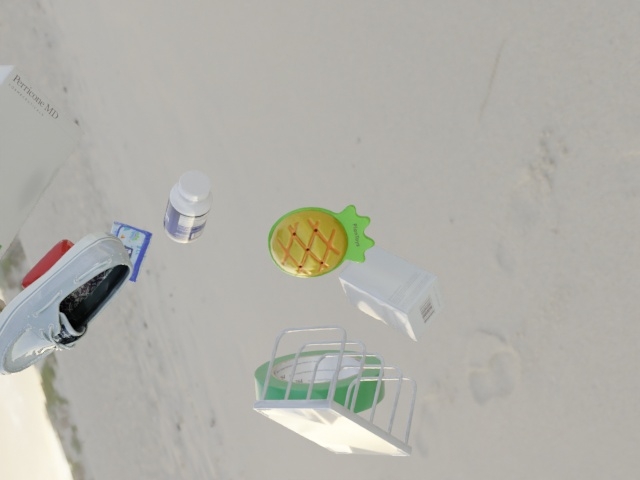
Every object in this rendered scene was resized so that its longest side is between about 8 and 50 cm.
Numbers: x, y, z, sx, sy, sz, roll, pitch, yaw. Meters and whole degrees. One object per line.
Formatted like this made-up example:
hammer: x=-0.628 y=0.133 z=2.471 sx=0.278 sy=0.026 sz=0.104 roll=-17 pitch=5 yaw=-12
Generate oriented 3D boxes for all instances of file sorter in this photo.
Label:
file sorter: x=0.044 y=0.305 z=1.779 sx=0.278 sy=0.193 sz=0.173 roll=39 pitch=-125 yaw=-41

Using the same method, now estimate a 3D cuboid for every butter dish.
butter dish: x=-0.500 y=0.078 z=1.832 sx=0.160 sy=0.160 sz=0.118 roll=44 pitch=-161 yaw=-10

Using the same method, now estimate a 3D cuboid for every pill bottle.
pill bottle: x=-0.288 y=-0.077 z=1.950 sx=0.094 sy=0.094 sz=0.169 roll=64 pitch=151 yaw=26

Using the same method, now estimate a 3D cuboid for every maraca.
maraca: x=0.000 y=0.000 z=1.552 sx=0.099 sy=0.186 sz=0.127 roll=-84 pitch=-17 yaw=-71

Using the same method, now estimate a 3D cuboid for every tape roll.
tape roll: x=-0.001 y=0.350 z=2.192 sx=0.321 sy=0.321 sz=0.077 roll=-155 pitch=60 yaw=-73

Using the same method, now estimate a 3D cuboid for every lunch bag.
lunch bag: x=-0.468 y=0.029 z=2.174 sx=0.151 sy=0.096 sz=0.129 roll=17 pitch=89 yaw=53

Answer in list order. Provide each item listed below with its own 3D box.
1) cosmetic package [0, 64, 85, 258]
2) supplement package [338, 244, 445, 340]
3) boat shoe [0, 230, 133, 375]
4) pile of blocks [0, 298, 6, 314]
cosmetic package: x=-0.610 y=-0.110 z=1.561 sx=0.155 sy=0.365 sz=0.197 roll=9 pitch=153 yaw=41
supplement package: x=0.143 y=0.099 z=1.770 sx=0.179 sy=0.105 sz=0.105 roll=28 pitch=156 yaw=34
boat shoe: x=-0.322 y=0.089 z=1.097 sx=0.081 sy=0.227 sz=0.079 roll=43 pitch=180 yaw=43
pile of blocks: x=-0.810 y=0.135 z=2.025 sx=0.362 sy=0.113 sz=0.149 roll=53 pitch=175 yaw=28
